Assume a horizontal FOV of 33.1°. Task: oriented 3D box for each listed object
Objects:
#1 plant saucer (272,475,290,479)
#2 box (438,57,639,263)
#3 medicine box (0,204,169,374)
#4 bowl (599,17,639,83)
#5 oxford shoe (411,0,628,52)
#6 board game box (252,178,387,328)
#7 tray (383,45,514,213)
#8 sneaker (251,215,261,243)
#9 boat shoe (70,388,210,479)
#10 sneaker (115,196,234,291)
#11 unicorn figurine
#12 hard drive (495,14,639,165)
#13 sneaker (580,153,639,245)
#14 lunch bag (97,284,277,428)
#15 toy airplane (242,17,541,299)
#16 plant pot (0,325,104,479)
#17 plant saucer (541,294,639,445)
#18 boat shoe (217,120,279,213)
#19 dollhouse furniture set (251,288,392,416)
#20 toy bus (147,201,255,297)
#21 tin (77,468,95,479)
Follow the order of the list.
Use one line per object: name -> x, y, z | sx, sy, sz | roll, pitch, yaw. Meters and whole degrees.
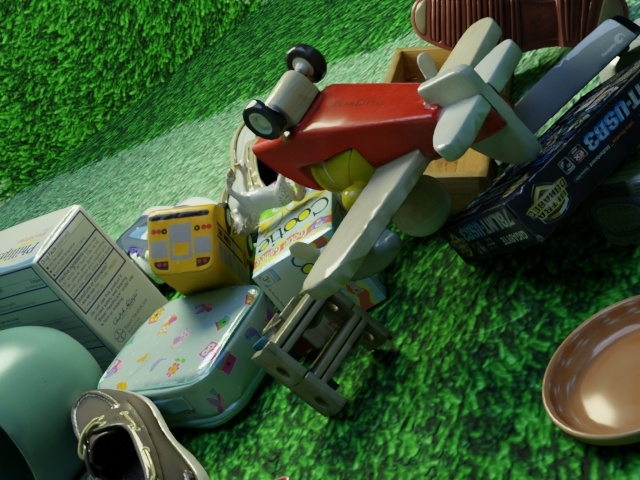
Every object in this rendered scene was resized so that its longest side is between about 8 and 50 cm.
plant saucer -> -0.141, 0.414, 1.216 | 0.259, 0.048, 0.258 | -27, 26, 21
box -> 0.306, -0.100, 1.360 | 0.293, 0.073, 0.295 | -44, 1, -11
medicine box -> -0.434, 0.109, 1.859 | 0.263, 0.289, 0.149 | -14, 33, 42
bowl -> 0.486, -0.285, 1.588 | 0.142, 0.053, 0.142 | -45, 24, -18
oxford shoe -> 0.327, -0.367, 1.788 | 0.348, 0.123, 0.130 | 5, 16, 11
board game box -> 0.000, 0.000, 1.636 | 0.142, 0.144, 0.275 | -32, 24, 17
tray -> 0.188, -0.185, 1.712 | 0.202, 0.076, 0.411 | 0, 38, 16
sneaker -> -0.068, -0.033, 1.895 | 0.169, 0.071, 0.068 | -13, 50, 17
boat shoe -> -0.266, 0.284, 1.454 | 0.324, 0.096, 0.117 | 32, 98, 49
sneaker -> -0.296, 0.047, 1.998 | 0.322, 0.130, 0.236 | -1, 49, 51
unicorn figurine -> -0.094, -0.066, 1.605 | 0.161, 0.111, 0.060 | -11, 17, 27
hard drive -> 0.343, -0.218, 1.528 | 0.254, 0.054, 0.172 | -45, -4, 24
sneaker -> 0.440, -0.082, 1.230 | 0.297, 0.111, 0.129 | -7, 33, 48
lunch bag -> -0.196, 0.186, 1.622 | 0.279, 0.108, 0.224 | -14, 35, 42
toy airplane -> 0.116, -0.115, 1.392 | 0.386, 0.272, 0.384 | -28, 35, 5
plant pot -> -0.467, 0.270, 1.653 | 0.293, 0.293, 0.235 | -18, 18, 37
plant saucer -> 0.321, 0.133, 1.090 | 0.200, 0.037, 0.200 | -30, 26, 16
boat shoe -> -0.115, -0.140, 2.100 | 0.103, 0.113, 0.302 | -23, 38, 27
dollhouse furniture set -> -0.017, 0.158, 1.443 | 0.129, 0.129, 0.183 | -53, 4, -30
toy bus -> -0.182, 0.024, 1.732 | 0.108, 0.130, 0.333 | -7, -14, 6
tin -> -0.306, 0.370, 1.536 | 0.106, 0.040, 0.190 | -42, 24, 1
